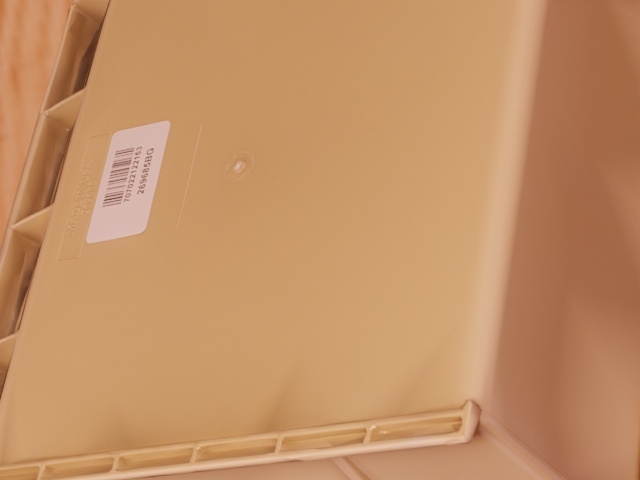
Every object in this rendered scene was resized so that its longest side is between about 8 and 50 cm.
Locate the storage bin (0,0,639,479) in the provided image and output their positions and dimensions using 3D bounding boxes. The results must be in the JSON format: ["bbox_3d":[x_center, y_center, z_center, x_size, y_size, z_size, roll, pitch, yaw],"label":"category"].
[{"bbox_3d":[0.000,0.000,0.765,0.260,0.123,0.262,-11,55,34],"label":"storage bin"}]
